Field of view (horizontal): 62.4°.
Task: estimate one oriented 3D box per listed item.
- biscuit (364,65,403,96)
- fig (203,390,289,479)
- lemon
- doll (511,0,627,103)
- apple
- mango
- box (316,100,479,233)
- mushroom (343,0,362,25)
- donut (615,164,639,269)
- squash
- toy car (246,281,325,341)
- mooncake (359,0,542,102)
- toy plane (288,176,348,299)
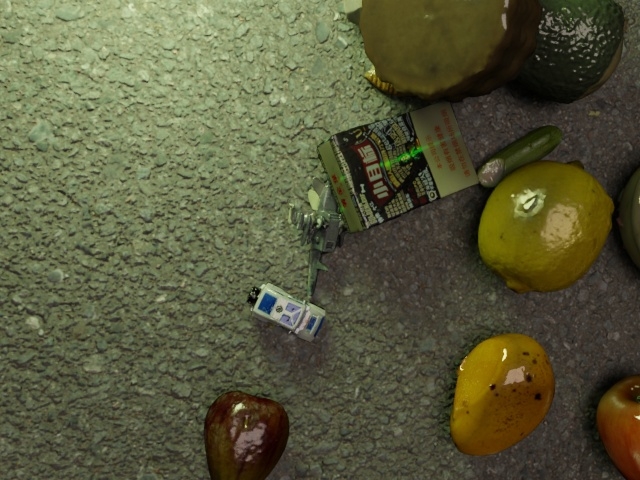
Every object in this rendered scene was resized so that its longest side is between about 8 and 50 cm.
[{"bbox_3d":[0.215,-0.415,1.181,0.176,0.031,0.228,34,84,-10],"label":"biscuit"},{"bbox_3d":[-0.155,0.442,1.040,0.170,0.145,0.273,10,73,-10],"label":"fig"},{"bbox_3d":[0.467,-0.028,1.116,0.261,0.260,0.283,2,91,-11],"label":"lemon"},{"bbox_3d":[0.467,-0.447,1.139,0.350,0.247,0.247,17,86,0],"label":"doll"},{"bbox_3d":[0.753,0.430,1.172,0.242,0.242,0.241,-33,89,-9],"label":"apple"},{"bbox_3d":[0.393,0.342,1.149,0.191,0.160,0.290,36,87,-18],"label":"mango"},{"bbox_3d":[0.167,-0.159,1.108,0.310,0.084,0.198,-22,94,-25],"label":"box"},{"bbox_3d":[0.143,-0.535,1.139,0.213,0.088,0.096,-27,94,-17],"label":"mushroom"},{"bbox_3d":[0.878,-0.055,1.245,0.383,0.142,0.382,0,90,-11],"label":"donut"},{"bbox_3d":[0.453,-0.193,1.205,0.239,0.069,0.069,-32,95,-10],"label":"squash"},{"bbox_3d":[-0.073,0.147,1.103,0.171,0.070,0.080,27,85,-10],"label":"toy car"},{"bbox_3d":[0.249,-0.427,1.013,0.187,0.324,0.323,-9,92,-47],"label":"mooncake"},{"bbox_3d":[0.007,0.001,1.113,0.192,0.088,0.261,2,93,-38],"label":"toy plane"}]
